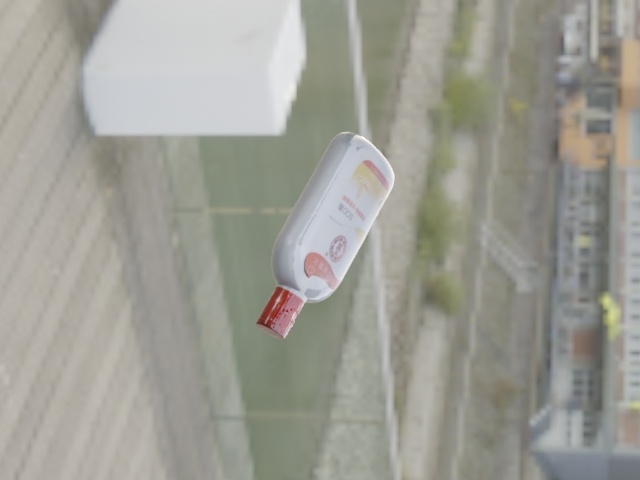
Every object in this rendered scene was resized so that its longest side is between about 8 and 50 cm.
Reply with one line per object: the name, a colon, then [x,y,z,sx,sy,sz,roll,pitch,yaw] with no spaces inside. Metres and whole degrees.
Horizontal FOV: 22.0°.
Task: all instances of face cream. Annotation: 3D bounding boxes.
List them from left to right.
face cream: [0.000,0.000,0.644,0.083,0.021,0.040,-61,143,-14]
